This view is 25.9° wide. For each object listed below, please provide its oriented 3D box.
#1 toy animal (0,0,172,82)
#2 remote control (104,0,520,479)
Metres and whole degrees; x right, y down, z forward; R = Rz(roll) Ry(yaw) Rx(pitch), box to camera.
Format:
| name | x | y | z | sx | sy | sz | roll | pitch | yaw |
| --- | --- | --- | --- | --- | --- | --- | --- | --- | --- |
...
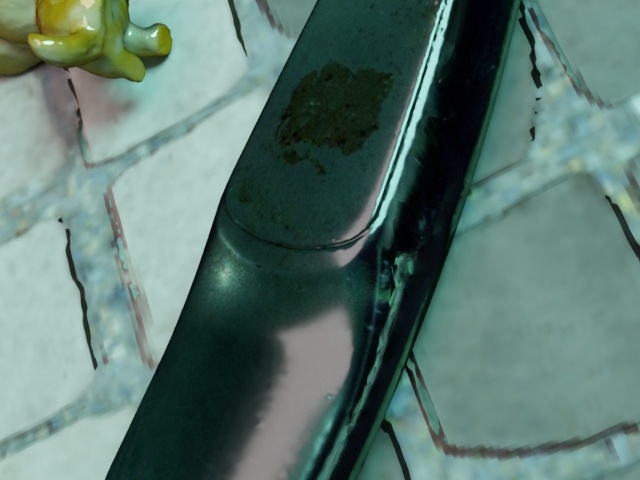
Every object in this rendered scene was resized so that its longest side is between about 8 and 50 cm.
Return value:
| name | x | y | z | sx | sy | sz | roll | pitch | yaw |
| --- | --- | --- | --- | --- | --- | --- | --- | --- | --- |
| toy animal | -0.098 | -0.079 | 0.489 | 0.083 | 0.060 | 0.081 | 8 | 38 | 25 |
| remote control | 0.000 | 0.000 | 0.414 | 0.072 | 0.042 | 0.222 | 14 | 75 | 33 |
